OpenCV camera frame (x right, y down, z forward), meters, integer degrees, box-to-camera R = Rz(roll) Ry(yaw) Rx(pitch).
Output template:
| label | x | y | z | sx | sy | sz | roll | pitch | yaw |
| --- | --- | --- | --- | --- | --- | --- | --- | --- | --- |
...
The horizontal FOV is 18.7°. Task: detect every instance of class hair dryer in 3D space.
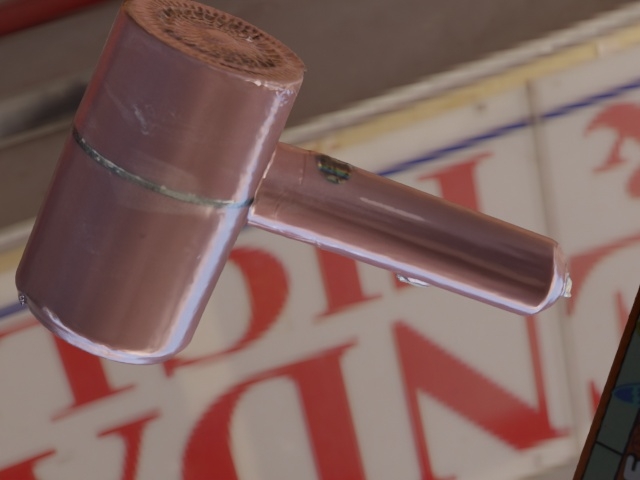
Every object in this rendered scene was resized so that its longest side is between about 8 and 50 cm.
| label | x | y | z | sx | sy | sz | roll | pitch | yaw |
| --- | --- | --- | --- | --- | --- | --- | --- | --- | --- |
| hair dryer | 0.000 | 0.000 | 1.253 | 0.352 | 0.210 | 0.125 | 19 | -160 | -15 |

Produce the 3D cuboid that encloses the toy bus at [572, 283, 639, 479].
| label | x | y | z | sx | sy | sz | roll | pitch | yaw |
| --- | --- | --- | --- | --- | --- | --- | --- | --- | --- |
| toy bus | 0.227 | 0.120 | 1.220 | 0.092 | 0.409 | 0.093 | 25 | -169 | 40 |
